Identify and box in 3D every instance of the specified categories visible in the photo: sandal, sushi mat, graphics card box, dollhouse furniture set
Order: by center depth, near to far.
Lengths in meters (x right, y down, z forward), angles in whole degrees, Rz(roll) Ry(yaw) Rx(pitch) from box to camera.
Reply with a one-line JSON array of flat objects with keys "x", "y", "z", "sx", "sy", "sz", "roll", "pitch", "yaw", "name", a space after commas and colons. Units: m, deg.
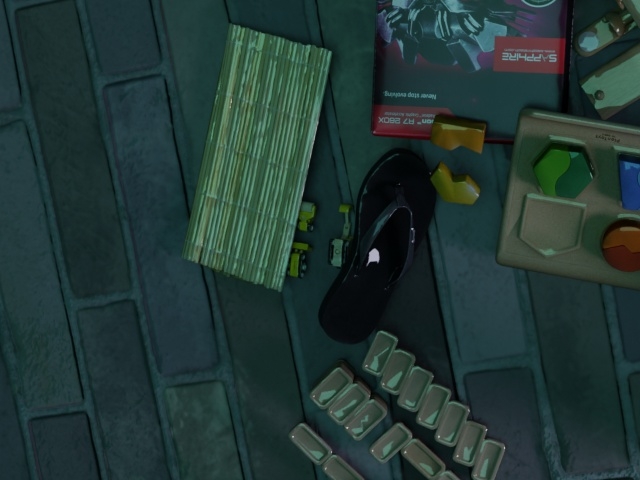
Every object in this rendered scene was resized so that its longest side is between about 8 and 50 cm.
[{"x": 0.332, "y": -0.228, "z": 1.754, "sx": 0.123, "sy": 0.151, "sz": 0.144, "roll": -33, "pitch": 87, "yaw": 16, "name": "dollhouse furniture set"}, {"x": 0.184, "y": -0.300, "z": 1.811, "sx": 0.233, "sy": 0.094, "sz": 0.371, "roll": 5, "pitch": 98, "yaw": 13, "name": "graphics card box"}, {"x": 0.078, "y": 0.013, "z": 1.880, "sx": 0.097, "sy": 0.054, "sz": 0.254, "roll": 15, "pitch": 102, "yaw": -18, "name": "sandal"}, {"x": -0.082, "y": -0.103, "z": 1.932, "sx": 0.151, "sy": 0.019, "sz": 0.316, "roll": 16, "pitch": 101, "yaw": 21, "name": "sushi mat"}]

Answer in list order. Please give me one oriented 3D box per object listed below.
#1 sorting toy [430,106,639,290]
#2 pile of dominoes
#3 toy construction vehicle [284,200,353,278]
[{"x": 0.273, "y": -0.047, "z": 1.791, "sx": 0.307, "sy": 0.041, "sz": 0.229, "roll": 10, "pitch": 125, "yaw": 8, "name": "sorting toy"}, {"x": 0.101, "y": 0.251, "z": 1.948, "sx": 0.251, "sy": 0.040, "sz": 0.196, "roll": 44, "pitch": 105, "yaw": -3, "name": "pile of dominoes"}, {"x": 0.000, "y": 0.000, "z": 1.933, "sx": 0.086, "sy": 0.035, "sz": 0.098, "roll": 5, "pitch": 97, "yaw": 24, "name": "toy construction vehicle"}]
